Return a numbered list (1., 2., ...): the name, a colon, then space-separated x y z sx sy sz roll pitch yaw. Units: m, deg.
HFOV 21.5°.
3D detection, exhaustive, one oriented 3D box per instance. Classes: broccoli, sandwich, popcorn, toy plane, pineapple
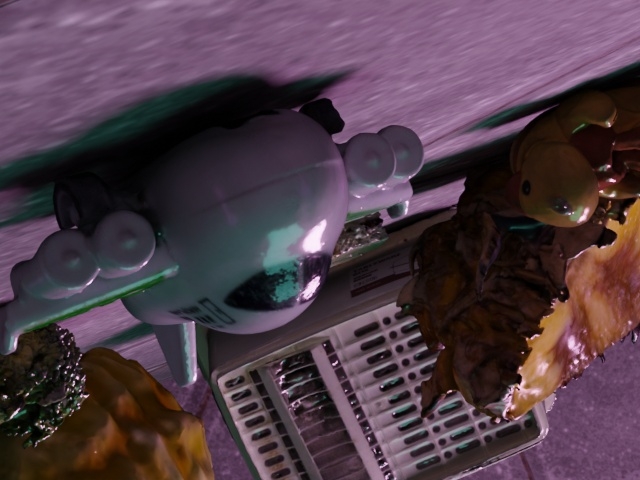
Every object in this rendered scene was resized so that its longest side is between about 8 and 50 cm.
1. broccoli: -0.175 0.077 0.930 0.092 0.097 0.095 -25 147 -23
2. sandwich: 0.000 0.000 1.048 0.093 0.036 0.105 -23 176 18
3. popcorn: -0.196 0.196 1.094 0.279 0.274 0.335 -53 -165 13
4. toy plane: -0.040 0.002 0.625 0.174 0.080 0.174 -22 173 -3
5. pineapple: 0.148 -0.012 1.140 0.334 0.161 0.158 -34 143 -36

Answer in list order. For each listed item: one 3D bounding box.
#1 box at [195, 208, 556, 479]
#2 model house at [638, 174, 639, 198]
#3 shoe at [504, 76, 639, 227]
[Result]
1. box: 0.048 0.114 1.485 0.290 0.221 0.166 -22 -163 7
2. model house: 0.314 -0.087 0.984 0.181 0.176 0.248 -84 -161 -58
3. shoe: 0.158 -0.053 0.954 0.109 0.072 0.069 -15 -148 -19
